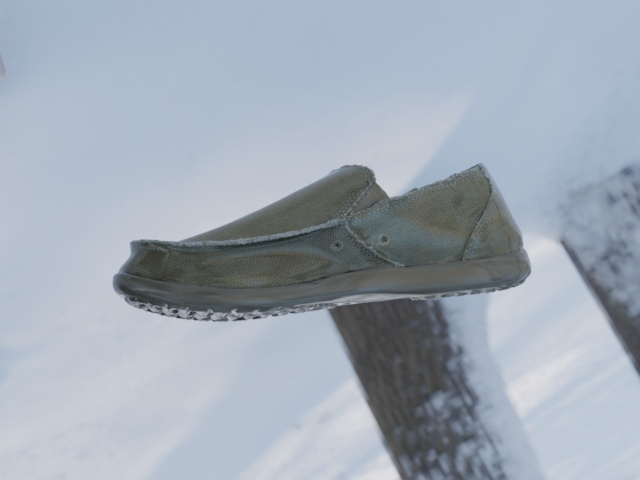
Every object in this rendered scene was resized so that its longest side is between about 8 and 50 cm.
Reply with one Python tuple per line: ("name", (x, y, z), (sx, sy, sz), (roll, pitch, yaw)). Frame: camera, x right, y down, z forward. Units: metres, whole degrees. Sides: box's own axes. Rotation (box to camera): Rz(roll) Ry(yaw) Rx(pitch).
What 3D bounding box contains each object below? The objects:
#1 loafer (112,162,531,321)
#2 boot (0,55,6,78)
("loafer", (0.000, 0.000, 0.493), (0.148, 0.050, 0.056), (-4, 174, -15))
("boot", (-0.124, -0.132, 0.306), (0.104, 0.211, 0.295), (-23, -177, -18))
